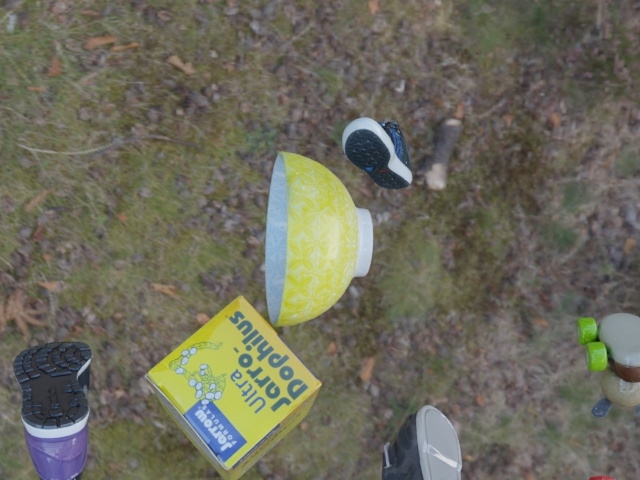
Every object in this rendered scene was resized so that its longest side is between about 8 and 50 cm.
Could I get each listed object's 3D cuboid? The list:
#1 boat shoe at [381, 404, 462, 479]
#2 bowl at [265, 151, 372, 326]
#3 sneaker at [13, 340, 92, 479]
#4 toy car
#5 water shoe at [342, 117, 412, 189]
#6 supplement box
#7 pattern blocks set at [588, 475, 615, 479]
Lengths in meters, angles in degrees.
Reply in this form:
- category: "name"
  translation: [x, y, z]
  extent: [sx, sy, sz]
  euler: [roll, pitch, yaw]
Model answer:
- category: "boat shoe"
  translation: [0.132, 0.362, 1.176]
  extent: [0.112, 0.335, 0.095]
  euler: [38, 119, -16]
- category: "bowl"
  translation: [0.000, 0.000, 1.498]
  extent: [0.155, 0.289, 0.290]
  euler: [2, 102, -9]
- category: "sneaker"
  translation: [-0.370, 0.239, 1.241]
  extent: [0.107, 0.283, 0.124]
  euler: [-2, 109, -12]
- category: "toy car"
  translation: [0.549, 0.241, 1.623]
  extent: [0.154, 0.149, 0.189]
  euler: [-3, 118, 5]
- category: "water shoe"
  translation: [0.084, -0.146, 1.336]
  extent: [0.203, 0.072, 0.080]
  euler: [47, 43, -61]
- category: "supplement box"
  translation: [-0.143, 0.263, 1.503]
  extent: [0.195, 0.356, 0.194]
  euler: [-41, 80, -16]
- category: "pattern blocks set"
  translation: [0.408, 0.469, 1.485]
  extent: [0.325, 0.285, 0.026]
  euler: [45, 42, -40]
